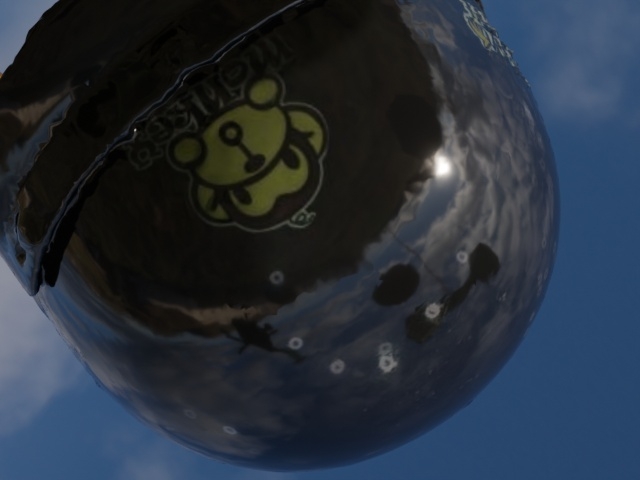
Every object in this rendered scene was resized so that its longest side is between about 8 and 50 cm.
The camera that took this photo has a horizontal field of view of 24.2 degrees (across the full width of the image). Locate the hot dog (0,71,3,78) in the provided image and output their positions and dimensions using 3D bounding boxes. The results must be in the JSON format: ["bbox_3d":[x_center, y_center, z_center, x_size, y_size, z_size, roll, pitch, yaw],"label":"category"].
[{"bbox_3d":[-0.190,-0.047,0.964,0.235,0.092,0.062,37,-117,8],"label":"hot dog"}]

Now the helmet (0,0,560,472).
[{"bbox_3d":[0.000,0.000,0.604,0.230,0.279,0.160,-36,-115,2],"label":"helmet"}]
